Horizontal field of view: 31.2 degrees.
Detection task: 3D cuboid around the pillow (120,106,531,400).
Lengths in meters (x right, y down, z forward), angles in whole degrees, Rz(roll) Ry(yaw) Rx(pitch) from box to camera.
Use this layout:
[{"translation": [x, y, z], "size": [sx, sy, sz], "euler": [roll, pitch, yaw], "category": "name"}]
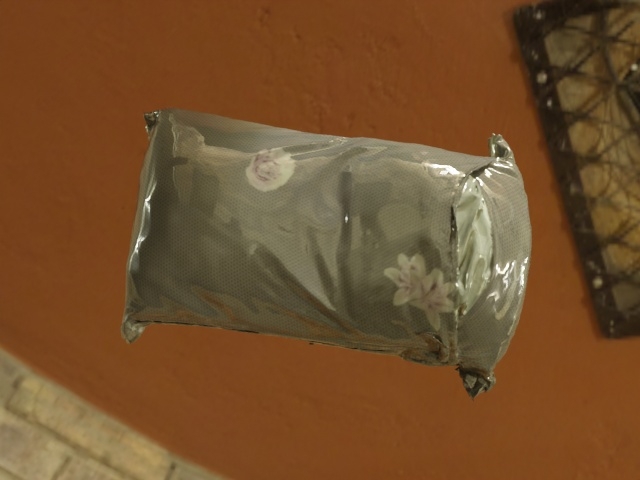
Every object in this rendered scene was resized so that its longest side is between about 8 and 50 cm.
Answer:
[{"translation": [0.000, 0.000, 0.701], "size": [0.255, 0.059, 0.169], "euler": [7, -99, 7], "category": "pillow"}]
